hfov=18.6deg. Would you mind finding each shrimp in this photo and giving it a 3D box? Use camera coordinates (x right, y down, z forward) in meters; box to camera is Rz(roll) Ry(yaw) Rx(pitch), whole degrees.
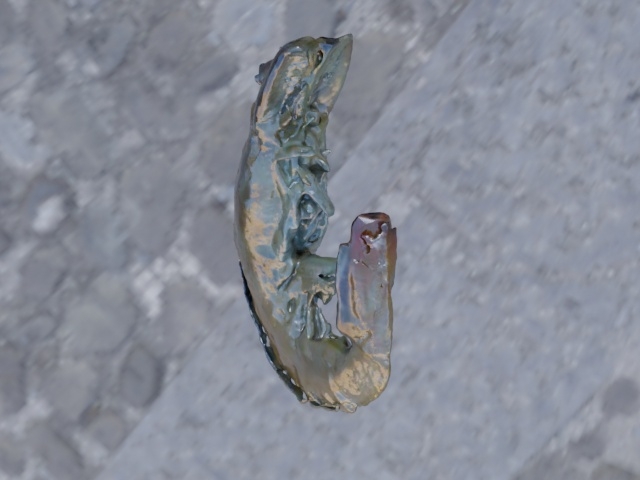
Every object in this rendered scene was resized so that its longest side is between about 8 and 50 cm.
[{"bbox_3d":[-0.001,0.000,1.149,0.173,0.058,0.253,56,150,35],"label":"shrimp"}]
